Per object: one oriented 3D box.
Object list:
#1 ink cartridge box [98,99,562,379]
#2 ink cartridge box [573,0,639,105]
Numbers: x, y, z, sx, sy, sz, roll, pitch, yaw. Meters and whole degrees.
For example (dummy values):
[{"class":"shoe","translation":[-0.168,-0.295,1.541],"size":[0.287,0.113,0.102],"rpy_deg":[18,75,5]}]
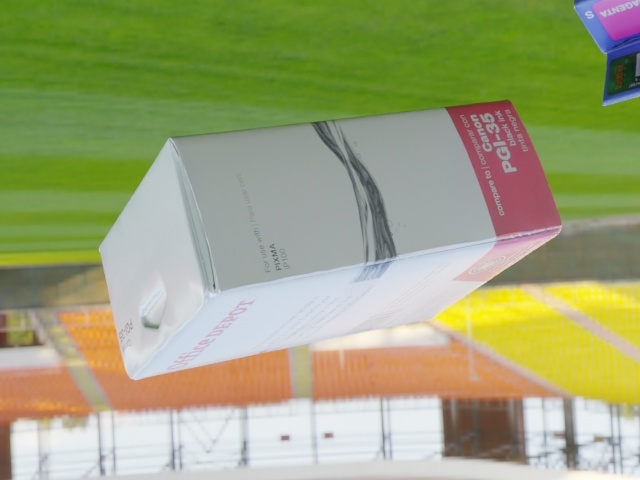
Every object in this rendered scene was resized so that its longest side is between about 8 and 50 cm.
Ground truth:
[{"class":"ink cartridge box","translation":[0.000,0.000,0.819],"size":[0.283,0.117,0.207],"rpy_deg":[-9,162,-29]},{"class":"ink cartridge box","translation":[0.282,-0.249,0.780],"size":[0.186,0.311,0.065],"rpy_deg":[-14,139,36]}]
